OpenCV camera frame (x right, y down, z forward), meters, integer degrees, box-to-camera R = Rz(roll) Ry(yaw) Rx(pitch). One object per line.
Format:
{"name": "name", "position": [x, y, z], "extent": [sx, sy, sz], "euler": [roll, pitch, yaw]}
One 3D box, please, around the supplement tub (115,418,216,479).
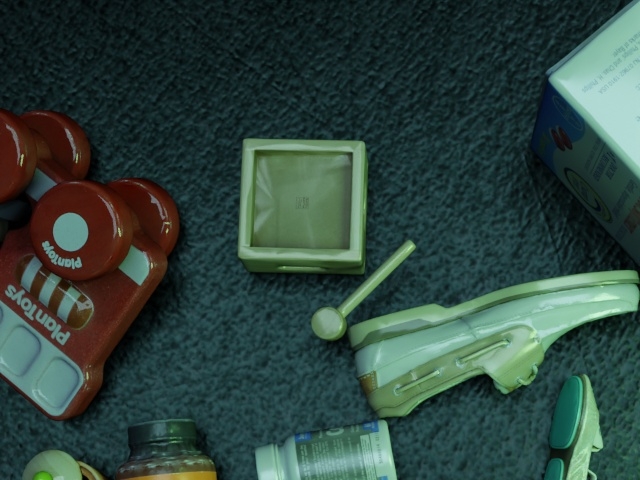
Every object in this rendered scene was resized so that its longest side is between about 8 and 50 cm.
{"name": "supplement tub", "position": [-0.153, 0.282, 1.577], "extent": [0.106, 0.106, 0.198], "euler": [-7, 78, 2]}

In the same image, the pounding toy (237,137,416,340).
{"name": "pounding toy", "position": [0.009, 0.006, 1.628], "extent": [0.181, 0.094, 0.206], "euler": [1, 79, 4]}

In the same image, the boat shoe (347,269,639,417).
{"name": "boat shoe", "position": [0.184, 0.105, 1.597], "extent": [0.302, 0.113, 0.103], "euler": [-15, 79, 11]}

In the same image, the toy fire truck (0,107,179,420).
{"name": "toy fire truck", "position": [-0.312, 0.009, 1.624], "extent": [0.302, 0.169, 0.254], "euler": [37, 102, 10]}

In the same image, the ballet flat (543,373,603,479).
{"name": "ballet flat", "position": [0.260, 0.222, 1.601], "extent": [0.052, 0.057, 0.168], "euler": [17, 83, -22]}

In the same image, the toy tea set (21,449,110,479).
{"name": "toy tea set", "position": [-0.296, 0.376, 1.542], "extent": [0.200, 0.124, 0.336], "euler": [-4, 78, 15]}

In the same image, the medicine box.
{"name": "medicine box", "position": [0.360, -0.068, 1.537], "extent": [0.149, 0.263, 0.289], "euler": [-40, 79, -4]}

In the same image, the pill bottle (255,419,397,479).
{"name": "pill bottle", "position": [0.006, 0.231, 1.592], "extent": [0.137, 0.078, 0.078], "euler": [-10, 78, 1]}
